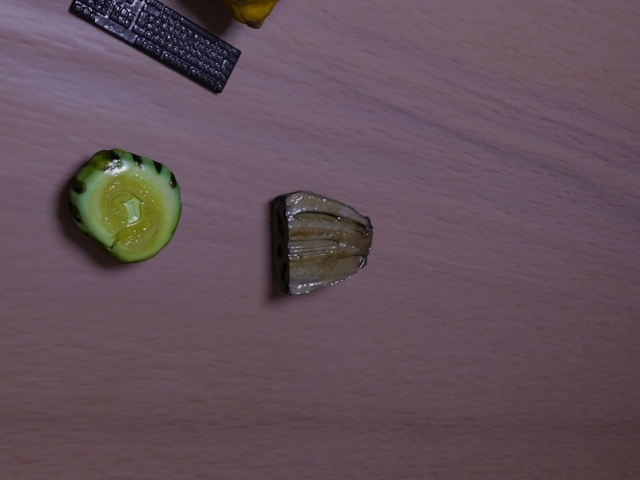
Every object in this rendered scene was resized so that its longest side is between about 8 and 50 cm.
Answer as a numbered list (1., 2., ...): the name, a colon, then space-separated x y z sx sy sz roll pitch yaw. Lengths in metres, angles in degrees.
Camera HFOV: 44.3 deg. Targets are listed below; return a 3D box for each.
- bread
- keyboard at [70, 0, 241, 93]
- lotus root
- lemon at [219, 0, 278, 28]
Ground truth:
1. bread: -0.233 -0.043 0.940 0.139 0.071 0.130 28 94 -36
2. keyboard: -0.189 -0.247 0.933 0.204 0.013 0.061 26 91 -34
3. lotus root: -0.002 0.001 1.095 0.144 0.070 0.143 1 99 -27
4. lemon: -0.060 -0.360 0.869 0.187 0.187 0.244 5 115 -32
